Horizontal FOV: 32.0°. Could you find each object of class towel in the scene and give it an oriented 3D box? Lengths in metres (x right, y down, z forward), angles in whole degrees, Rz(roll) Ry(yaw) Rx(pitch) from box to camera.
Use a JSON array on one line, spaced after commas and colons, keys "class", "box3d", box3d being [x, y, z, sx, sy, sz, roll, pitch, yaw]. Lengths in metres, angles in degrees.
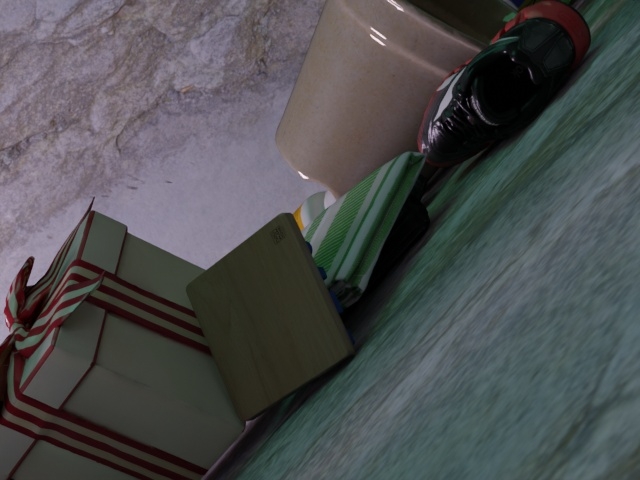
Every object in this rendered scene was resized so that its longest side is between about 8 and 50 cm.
[{"class": "towel", "box3d": [-0.011, 0.038, 1.329, 0.325, 0.038, 0.248, -39, 18, 47]}]

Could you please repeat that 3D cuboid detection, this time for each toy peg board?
[{"class": "toy peg board", "box3d": [-0.036, 0.079, 1.162, 0.160, 0.161, 0.079, -36, -20, 32]}]

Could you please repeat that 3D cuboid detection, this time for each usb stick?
[{"class": "usb stick", "box3d": [0.027, 0.056, 1.331, 0.278, 0.045, 0.077, -48, 11, 17]}]

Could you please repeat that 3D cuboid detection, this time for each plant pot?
[{"class": "plant pot", "box3d": [0.099, -0.218, 1.564, 0.305, 0.334, 0.334, -59, -2, 27]}]

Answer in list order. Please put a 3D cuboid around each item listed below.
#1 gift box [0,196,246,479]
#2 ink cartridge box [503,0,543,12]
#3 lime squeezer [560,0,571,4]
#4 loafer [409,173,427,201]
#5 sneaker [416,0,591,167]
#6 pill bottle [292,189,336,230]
[{"class": "gift box", "box3d": [-0.229, 0.125, 1.250, 0.276, 0.258, 0.255, -53, 22, 28]}, {"class": "ink cartridge box", "box3d": [0.370, -0.444, 1.761, 0.303, 0.072, 0.307, -48, -12, -13]}, {"class": "lime squeezer", "box3d": [0.438, -0.453, 1.732, 0.310, 0.059, 0.110, -50, 4, -14]}, {"class": "loafer", "box3d": [0.057, -0.019, 1.506, 0.223, 0.078, 0.076, -46, 8, 34]}, {"class": "sneaker", "box3d": [0.187, -0.159, 1.285, 0.276, 0.097, 0.135, -42, 5, 47]}, {"class": "pill bottle", "box3d": [0.000, 0.000, 1.683, 0.208, 0.117, 0.117, -45, 5, 39]}]
